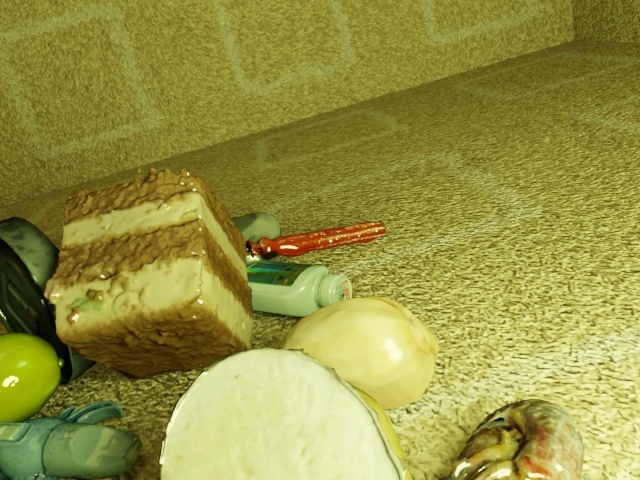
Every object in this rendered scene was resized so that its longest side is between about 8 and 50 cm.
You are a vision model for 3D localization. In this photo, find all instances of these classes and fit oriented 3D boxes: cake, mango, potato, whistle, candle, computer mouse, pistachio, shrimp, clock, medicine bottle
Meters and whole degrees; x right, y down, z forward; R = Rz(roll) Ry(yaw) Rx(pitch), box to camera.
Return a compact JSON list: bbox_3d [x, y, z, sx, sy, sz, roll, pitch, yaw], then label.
[{"bbox_3d":[-0.271,0.067,0.929,0.256,0.282,0.290,-12,58,7],"label":"cake"},{"bbox_3d":[-0.547,0.254,0.879,0.273,0.149,0.185,-39,-2,7],"label":"mango"},{"bbox_3d":[-0.018,0.271,0.507,0.246,0.196,0.299,-14,52,11],"label":"potato"},{"bbox_3d":[-0.381,0.304,0.780,0.269,0.093,0.180,-2,32,16],"label":"whistle"},{"bbox_3d":[0.000,0.000,1.181,0.329,0.051,0.048,-10,-6,-23],"label":"candle"},{"bbox_3d":[-0.223,0.029,1.281,0.331,0.095,0.197,-9,35,42],"label":"computer mouse"},{"bbox_3d":[0.050,0.158,0.767,0.229,0.157,0.157,-9,23,30],"label":"pistachio"},{"bbox_3d":[0.170,0.265,0.466,0.145,0.116,0.343,-19,18,32],"label":"shrimp"},{"bbox_3d":[-0.524,0.111,0.995,0.325,0.325,0.067,5,27,40],"label":"clock"},{"bbox_3d":[-0.051,0.092,1.039,0.229,0.083,0.121,3,26,36],"label":"medicine bottle"}]
